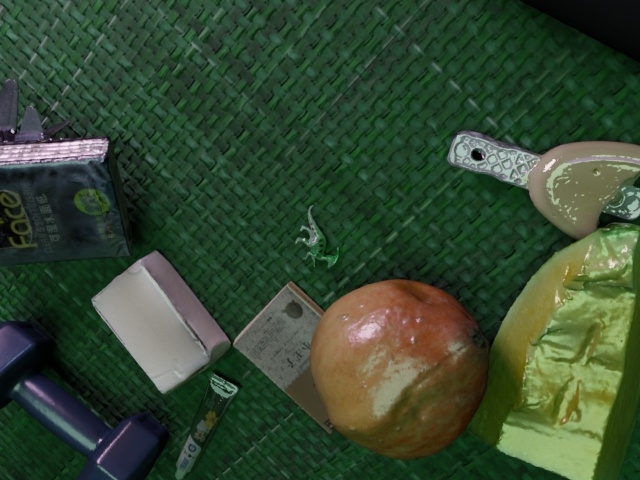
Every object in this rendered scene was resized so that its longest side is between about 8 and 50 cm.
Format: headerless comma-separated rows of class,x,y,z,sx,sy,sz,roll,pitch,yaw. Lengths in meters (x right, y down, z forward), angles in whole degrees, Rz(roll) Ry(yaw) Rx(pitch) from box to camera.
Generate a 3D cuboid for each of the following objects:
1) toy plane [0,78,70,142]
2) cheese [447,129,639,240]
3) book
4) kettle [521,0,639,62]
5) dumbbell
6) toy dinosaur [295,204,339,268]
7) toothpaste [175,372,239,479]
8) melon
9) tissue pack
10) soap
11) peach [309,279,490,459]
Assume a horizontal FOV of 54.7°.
toy plane,-0.477,-0.118,0.894,0.267,0.088,0.212,-4,128,18
cheese,0.266,-0.077,0.721,0.235,0.050,0.127,21,111,8
book,-0.014,0.170,0.886,0.199,0.016,0.138,43,112,0
kettle,0.280,-0.329,0.571,0.308,0.203,0.262,30,113,9
dumbbell,-0.397,0.267,0.952,0.325,0.144,0.160,37,113,2
toy dinosaur,0.000,0.000,0.832,0.062,0.021,0.083,21,114,1
toothpaste,-0.184,0.296,0.961,0.049,0.031,0.204,28,109,5
melon,0.307,0.129,0.731,0.196,0.124,0.323,16,103,9
tissue pack,-0.386,-0.050,0.836,0.235,0.073,0.173,-4,129,-7
soap,-0.234,0.121,0.908,0.121,0.064,0.183,-35,93,22
peach,0.102,0.149,0.744,0.232,0.232,0.232,4,106,14
